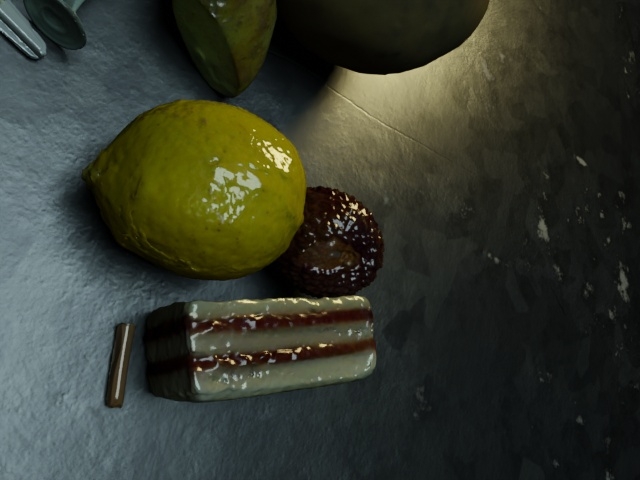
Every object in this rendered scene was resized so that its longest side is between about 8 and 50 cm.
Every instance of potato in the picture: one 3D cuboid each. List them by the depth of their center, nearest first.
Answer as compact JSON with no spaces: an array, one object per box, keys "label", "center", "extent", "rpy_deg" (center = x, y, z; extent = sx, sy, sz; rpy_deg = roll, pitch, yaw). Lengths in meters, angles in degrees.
[{"label":"potato","center":[-0.142,-0.367,1.007],"extent":[0.176,0.141,0.298],"rpy_deg":[-24,121,-38]}]

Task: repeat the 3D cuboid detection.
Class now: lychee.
[{"label":"lychee","center":[0.000,0.000,1.066],"extent":[0.188,0.188,0.188],"rpy_deg":[8,77,-35]}]

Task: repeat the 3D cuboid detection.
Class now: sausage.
[{"label":"sausage","center":[-0.277,0.173,0.915],"extent":[0.026,0.026,0.116],"rpy_deg":[14,73,-34]}]

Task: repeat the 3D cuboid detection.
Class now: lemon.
[{"label":"lemon","center":[-0.163,-0.071,0.906],"extent":[0.310,0.253,0.253],"rpy_deg":[12,74,-20]}]

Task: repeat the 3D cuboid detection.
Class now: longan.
[{"label":"longan","center":[0.106,-0.471,1.130],"extent":[0.404,0.336,0.404],"rpy_deg":[1,84,-14]}]

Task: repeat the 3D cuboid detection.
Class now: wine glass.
[{"label":"wine glass","center":[-0.264,-0.362,1.026],"extent":[0.309,0.096,0.264],"rpy_deg":[-61,140,-29]}]

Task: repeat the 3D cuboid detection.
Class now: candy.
[{"label":"candy","center":[-0.084,0.156,0.967],"extent":[0.320,0.179,0.135],"rpy_deg":[4,78,-37]}]

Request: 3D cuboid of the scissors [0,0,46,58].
[{"label":"scissors","center":[-0.449,-0.327,0.882],"extent":[0.204,0.027,0.101],"rpy_deg":[49,58,-17]}]
